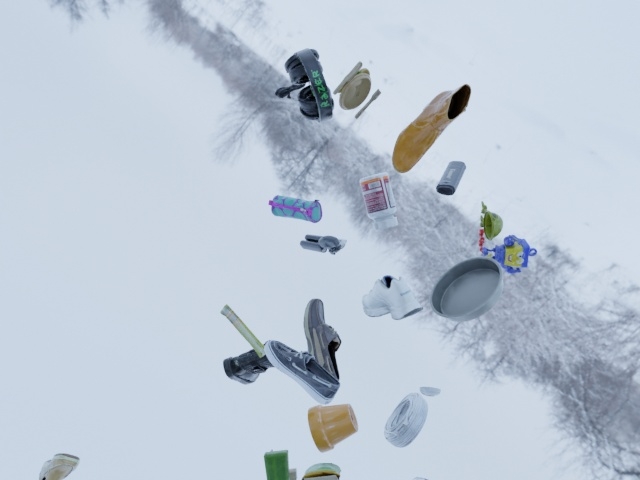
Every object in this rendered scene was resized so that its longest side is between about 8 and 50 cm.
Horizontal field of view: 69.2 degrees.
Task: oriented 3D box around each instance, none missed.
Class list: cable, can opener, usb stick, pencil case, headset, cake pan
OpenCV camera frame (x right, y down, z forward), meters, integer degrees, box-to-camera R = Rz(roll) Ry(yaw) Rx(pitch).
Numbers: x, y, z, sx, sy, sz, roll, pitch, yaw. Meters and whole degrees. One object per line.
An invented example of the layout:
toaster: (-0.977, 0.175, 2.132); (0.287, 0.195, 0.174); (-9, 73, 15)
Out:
cable: (0.390, 0.811, 2.104); (0.089, 0.257, 0.257); (38, 146, 4)
can opener: (0.000, 0.000, 1.971); (0.283, 0.076, 0.095); (9, 144, 53)
usb stick: (0.521, -0.251, 1.842); (0.077, 0.045, 0.278); (14, -145, 20)
pencil case: (-0.069, -0.090, 1.303); (0.151, 0.065, 0.070); (11, -178, 35)
headset: (-0.063, -0.546, 1.661); (0.394, 0.185, 0.243); (-116, 5, -66)
cake pan: (0.542, 0.183, 1.707); (0.054, 0.293, 0.293); (47, -173, -22)

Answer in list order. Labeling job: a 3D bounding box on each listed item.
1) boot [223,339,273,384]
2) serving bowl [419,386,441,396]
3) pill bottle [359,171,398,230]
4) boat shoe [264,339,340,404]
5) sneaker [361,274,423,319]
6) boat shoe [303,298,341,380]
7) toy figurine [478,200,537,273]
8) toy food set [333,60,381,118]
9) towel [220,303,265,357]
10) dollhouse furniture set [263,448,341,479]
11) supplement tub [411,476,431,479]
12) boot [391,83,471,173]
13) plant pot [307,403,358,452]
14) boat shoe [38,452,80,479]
boot: (-0.294, 0.600, 2.274); (0.348, 0.260, 0.131); (55, -168, -70)
serving bowl: (0.429, 0.594, 1.817); (0.083, 0.083, 0.027); (32, -125, -42)
pill bottle: (0.243, -0.159, 1.905); (0.121, 0.121, 0.221); (-37, -67, -80)
boat shoe: (-0.062, 0.426, 1.592); (0.301, 0.102, 0.108); (37, -158, 22)
sneaker: (0.210, 0.169, 1.448); (0.297, 0.111, 0.129); (-20, 91, 67)
boat shoe: (0.018, 0.394, 1.799); (0.132, 0.130, 0.356); (50, -148, -59)
toy figurine: (0.779, 0.016, 1.918); (0.191, 0.217, 0.363); (-74, -20, -57)
toy food set: (0.102, -0.448, 1.376); (0.038, 0.132, 0.192); (48, -169, 25)
towel: (-0.289, 0.341, 1.747); (0.237, 0.021, 0.102); (47, 152, 4)
dollhouse furniture set: (-0.069, 0.935, 1.947); (0.197, 0.301, 0.151); (78, -175, -80)
supplement tub: (0.451, 0.960, 1.551); (0.331, 0.241, 0.241); (13, -173, 8)
boot: (0.344, -0.352, 1.457); (0.104, 0.295, 0.211); (32, 175, -12)
plant pot: (0.066, 0.843, 2.135); (0.205, 0.187, 0.205); (-22, -90, -82)
boat shoe: (-0.705, 0.624, 1.241); (0.068, 0.190, 0.072); (35, -140, -22)
